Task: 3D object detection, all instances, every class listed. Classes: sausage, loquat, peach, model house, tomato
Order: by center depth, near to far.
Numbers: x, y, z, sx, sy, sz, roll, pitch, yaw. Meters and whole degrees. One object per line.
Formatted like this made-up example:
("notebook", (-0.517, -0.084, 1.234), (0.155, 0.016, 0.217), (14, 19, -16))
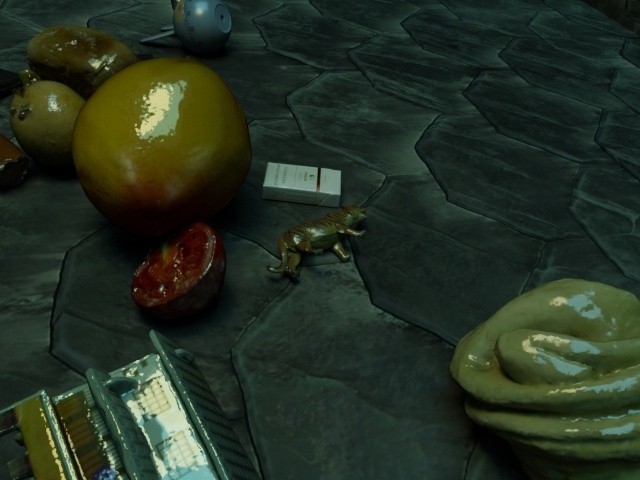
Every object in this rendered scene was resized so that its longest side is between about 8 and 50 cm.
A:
("model house", (-0.188, 0.246, 0.536), (0.215, 0.198, 0.224), (-25, 52, -24))
("tomato", (-0.208, 0.058, 0.816), (0.159, 0.091, 0.139), (-38, 45, -7))
("peach", (-0.272, -0.147, 0.897), (0.289, 0.289, 0.307), (8, 75, -1))
("sausage", (-0.677, -0.186, 1.001), (0.303, 0.076, 0.103), (23, 41, 15))
("loquat", (-0.512, -0.228, 1.002), (0.150, 0.204, 0.172), (-33, 24, -16))

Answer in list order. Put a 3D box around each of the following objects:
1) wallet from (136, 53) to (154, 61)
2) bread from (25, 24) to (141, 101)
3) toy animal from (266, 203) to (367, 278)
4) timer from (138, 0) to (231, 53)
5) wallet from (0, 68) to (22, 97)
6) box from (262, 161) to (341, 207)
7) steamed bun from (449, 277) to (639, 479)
("wallet", (-0.545, -0.435, 1.326), (0.245, 0.025, 0.124), (-7, 45, -19))
("bread", (-0.485, -0.353, 1.126), (0.247, 0.195, 0.176), (24, 49, 15))
("toy animal", (0.000, 0.000, 0.941), (0.241, 0.056, 0.099), (-22, 45, -27))
("timer", (-0.370, -0.613, 1.449), (0.256, 0.175, 0.175), (19, 44, 12))
("wallet", (-0.823, -0.374, 1.205), (0.250, 0.044, 0.149), (18, 39, 9))
("box", (-0.036, -0.114, 1.061), (0.155, 0.040, 0.083), (7, 40, -3))
("steamed bun", (0.374, 0.185, 0.681), (0.372, 0.230, 0.325), (34, 45, 28))
